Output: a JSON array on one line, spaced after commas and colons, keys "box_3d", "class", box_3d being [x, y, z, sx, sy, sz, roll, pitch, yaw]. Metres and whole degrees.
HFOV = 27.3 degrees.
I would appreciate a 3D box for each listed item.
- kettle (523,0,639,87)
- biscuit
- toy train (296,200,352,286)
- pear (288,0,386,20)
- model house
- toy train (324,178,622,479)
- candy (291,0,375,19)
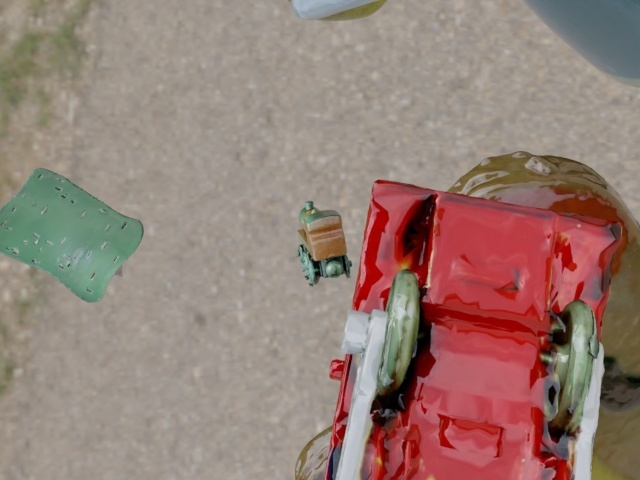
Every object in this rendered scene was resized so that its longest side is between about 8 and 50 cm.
[{"box_3d": [0.293, -0.344, 1.240, 0.319, 0.342, 0.247, -35, 48, 27], "class": "kettle"}, {"box_3d": [0.200, 0.133, 1.028, 0.076, 0.368, 0.394, -104, 34, -52], "class": "biscuit"}, {"box_3d": [0.000, 0.000, 1.173, 0.103, 0.044, 0.064, -126, 23, -74], "class": "toy train"}, {"box_3d": [0.005, -0.284, 1.366, 0.141, 0.104, 0.141, 22, 137, 22], "class": "pear"}, {"box_3d": [-0.285, 0.008, 1.519, 0.167, 0.088, 0.117, 26, 70, 15], "class": "model house"}, {"box_3d": [0.034, 0.095, 0.399, 0.131, 0.082, 0.204, 97, -177, -64], "class": "toy train"}, {"box_3d": [0.051, -0.260, 1.084, 0.174, 0.071, 0.138, -10, 67, 40], "class": "candy"}]
